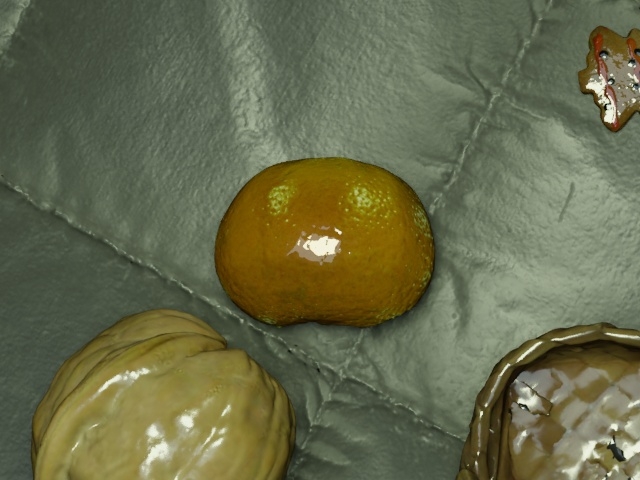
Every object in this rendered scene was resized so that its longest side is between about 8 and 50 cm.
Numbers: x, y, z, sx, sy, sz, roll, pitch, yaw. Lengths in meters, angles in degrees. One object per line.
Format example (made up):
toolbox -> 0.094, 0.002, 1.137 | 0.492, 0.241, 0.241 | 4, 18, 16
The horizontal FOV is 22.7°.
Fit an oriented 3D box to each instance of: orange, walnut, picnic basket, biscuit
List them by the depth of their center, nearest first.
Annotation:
picnic basket -> 0.278, 0.249, 1.568 | 0.293, 0.337, 0.337 | -3, 86, 6
walnut -> -0.165, 0.214, 1.641 | 0.285, 0.285, 0.296 | -52, 42, 1
orange -> 0.002, -0.002, 1.694 | 0.237, 0.158, 0.179 | 1, 70, 8
biscuit -> 0.346, -0.183, 1.737 | 0.130, 0.019, 0.119 | -10, 85, 5
